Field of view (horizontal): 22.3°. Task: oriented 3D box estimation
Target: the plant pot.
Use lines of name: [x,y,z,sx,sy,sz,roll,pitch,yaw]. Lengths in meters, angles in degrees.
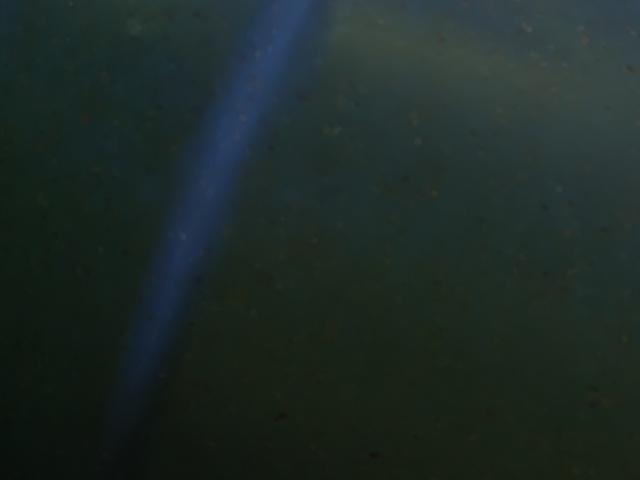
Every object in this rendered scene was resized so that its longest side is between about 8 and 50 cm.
plant pot: [0.082,0.027,0.462,0.334,0.341,0.341,22,43,14]
